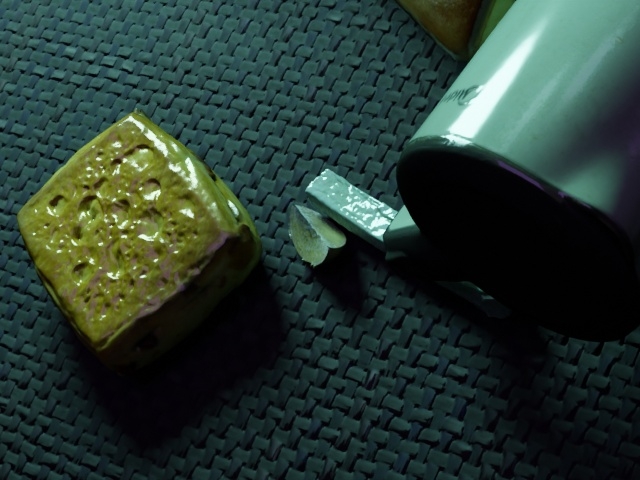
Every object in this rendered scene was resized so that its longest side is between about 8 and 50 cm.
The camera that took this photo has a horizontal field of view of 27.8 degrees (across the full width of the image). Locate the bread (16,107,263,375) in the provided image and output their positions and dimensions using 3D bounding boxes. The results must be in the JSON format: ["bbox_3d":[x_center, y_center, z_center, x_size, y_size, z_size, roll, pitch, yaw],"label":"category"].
[{"bbox_3d":[-0.183,0.000,1.319,0.210,0.099,0.235,-42,61,5],"label":"bread"}]

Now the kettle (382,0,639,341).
[{"bbox_3d":[0.227,-0.122,1.070,0.376,0.250,0.361,-50,19,-19],"label":"kettle"}]

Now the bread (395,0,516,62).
[{"bbox_3d":[0.145,-0.387,1.235,0.333,0.143,0.323,53,136,36],"label":"bread"}]

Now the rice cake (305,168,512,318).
[{"bbox_3d":[0.084,0.002,1.213,0.245,0.045,0.042,31,73,35],"label":"rice cake"}]

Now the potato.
[{"bbox_3d":[0.000,0.001,1.267,0.093,0.036,0.037,50,130,52],"label":"potato"}]
